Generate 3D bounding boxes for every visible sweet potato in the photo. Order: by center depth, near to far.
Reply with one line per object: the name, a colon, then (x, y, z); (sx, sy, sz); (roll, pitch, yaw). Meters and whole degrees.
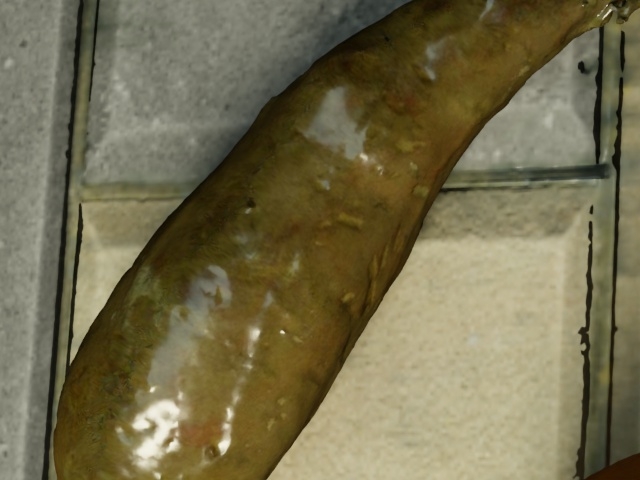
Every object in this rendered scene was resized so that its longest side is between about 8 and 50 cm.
sweet potato: (-0.002, -0.005, 0.947); (0.130, 0.130, 0.423); (41, 92, 27)

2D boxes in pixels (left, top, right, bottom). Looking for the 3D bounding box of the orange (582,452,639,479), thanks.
orange: (0.190, 0.199, 0.740); (0.310, 0.274, 0.274); (154, 117, -64)
